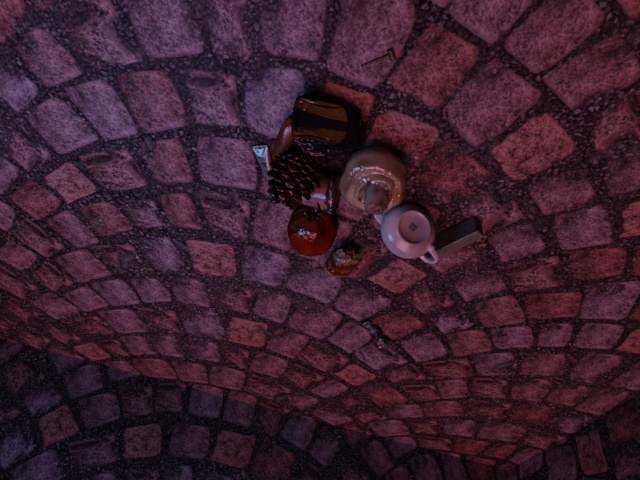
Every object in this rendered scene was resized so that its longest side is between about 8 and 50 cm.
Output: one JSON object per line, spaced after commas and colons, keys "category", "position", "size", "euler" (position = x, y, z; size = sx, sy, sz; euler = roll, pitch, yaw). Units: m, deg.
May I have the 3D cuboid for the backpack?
{"category": "backpack", "position": [0.028, -0.367, 1.547], "size": [0.258, 0.206, 0.133], "euler": [7, -179, -10]}

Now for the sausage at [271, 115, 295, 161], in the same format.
{"category": "sausage", "position": [-0.119, -0.348, 1.661], "size": [0.076, 0.076, 0.198], "euler": [21, 136, -10]}

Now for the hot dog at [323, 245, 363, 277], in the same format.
{"category": "hot dog", "position": [0.093, 0.090, 2.040], "size": [0.146, 0.103, 0.213], "euler": [6, 149, -26]}

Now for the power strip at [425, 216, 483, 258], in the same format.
{"category": "power strip", "position": [0.504, 0.008, 1.878], "size": [0.288, 0.093, 0.053], "euler": [-31, 124, 33]}

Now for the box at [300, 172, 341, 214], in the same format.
{"category": "box", "position": [-0.002, -0.180, 1.755], "size": [0.135, 0.151, 0.151], "euler": [10, 136, 11]}

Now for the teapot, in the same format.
{"category": "teapot", "position": [0.341, -0.018, 1.806], "size": [0.300, 0.208, 0.166], "euler": [49, 151, -10]}

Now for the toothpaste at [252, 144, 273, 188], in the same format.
{"category": "toothpaste", "position": [-0.195, -0.263, 1.786], "size": [0.064, 0.041, 0.218], "euler": [-2, 130, 20]}

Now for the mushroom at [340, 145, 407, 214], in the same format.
{"category": "mushroom", "position": [0.184, -0.187, 1.648], "size": [0.253, 0.234, 0.260], "euler": [-22, 127, 33]}

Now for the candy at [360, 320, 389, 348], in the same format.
{"category": "candy", "position": [0.280, 0.482, 2.419], "size": [0.093, 0.051, 0.226], "euler": [-14, 130, 27]}

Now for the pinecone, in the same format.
{"category": "pinecone", "position": [-0.091, -0.208, 1.623], "size": [0.184, 0.179, 0.205], "euler": [17, 102, 18]}

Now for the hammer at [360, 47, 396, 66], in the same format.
{"category": "hammer", "position": [0.174, -0.550, 1.444], "size": [0.110, 0.019, 0.035], "euler": [-13, 130, 25]}

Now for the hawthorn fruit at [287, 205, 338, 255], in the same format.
{"category": "hawthorn fruit", "position": [-0.032, -0.029, 1.880], "size": [0.205, 0.205, 0.253], "euler": [8, 144, 3]}
